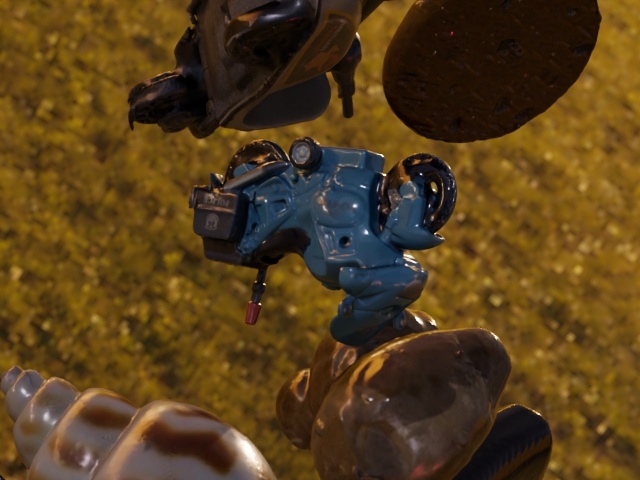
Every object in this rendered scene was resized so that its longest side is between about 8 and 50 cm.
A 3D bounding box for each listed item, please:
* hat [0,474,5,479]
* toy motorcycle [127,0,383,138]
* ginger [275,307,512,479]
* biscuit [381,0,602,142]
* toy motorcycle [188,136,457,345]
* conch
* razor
[{"bbox_3d":[-0.288,0.214,1.115,0.129,0.140,0.227,59,11,8],"label":"hat"},{"bbox_3d":[-0.018,-0.126,1.010,0.157,0.263,0.091,-12,76,-26],"label":"toy motorcycle"},{"bbox_3d":[0.069,0.167,1.840,0.155,0.244,0.304,51,-10,-16],"label":"ginger"},{"bbox_3d":[0.148,-0.168,1.487,0.212,0.212,0.036,15,34,-40],"label":"biscuit"},{"bbox_3d":[0.000,0.000,1.582,0.272,0.182,0.123,8,-4,35],"label":"toy motorcycle"},{"bbox_3d":[-0.124,0.189,1.211,0.275,0.149,0.183,21,22,24],"label":"conch"},{"bbox_3d":[0.154,0.339,2.093,0.113,0.204,0.349,32,41,20],"label":"razor"}]
